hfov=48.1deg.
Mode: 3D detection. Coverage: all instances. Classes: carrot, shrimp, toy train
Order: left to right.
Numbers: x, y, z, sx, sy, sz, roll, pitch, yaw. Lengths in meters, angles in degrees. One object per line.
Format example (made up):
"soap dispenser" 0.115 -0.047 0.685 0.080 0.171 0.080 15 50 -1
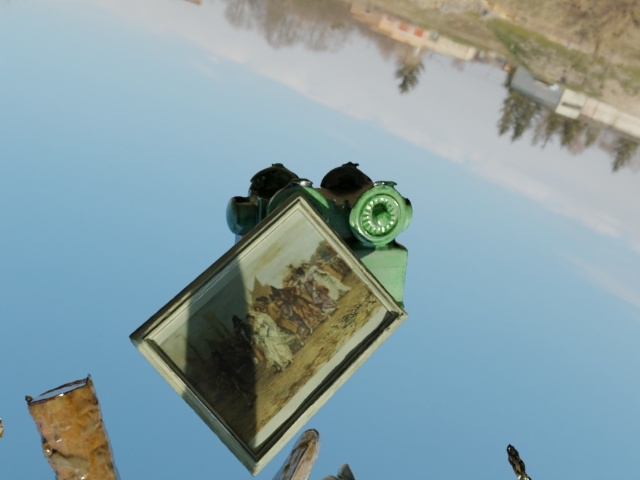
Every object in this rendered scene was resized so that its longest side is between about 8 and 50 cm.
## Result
"carrot" -0.325 0.324 1.012 0.102 0.101 0.263 -21 -91 -64
"shrimp" -0.074 0.405 1.075 0.077 0.168 0.317 24 -146 10
"toy train" 0.000 0.000 0.988 0.266 0.202 0.145 -1 -163 -21

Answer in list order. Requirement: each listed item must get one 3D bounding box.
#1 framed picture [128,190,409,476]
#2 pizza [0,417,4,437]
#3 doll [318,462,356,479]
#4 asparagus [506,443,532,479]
"framed picture" -0.050 0.099 0.835 0.217 0.274 0.017 47 160 -3
"pizza" -0.476 0.238 0.943 0.131 0.041 0.178 14 159 47
"doll" 0.060 0.502 1.340 0.241 0.099 0.135 28 -159 -39
"asparagus" 0.345 0.411 1.048 0.025 0.024 0.248 -7 -125 -45
